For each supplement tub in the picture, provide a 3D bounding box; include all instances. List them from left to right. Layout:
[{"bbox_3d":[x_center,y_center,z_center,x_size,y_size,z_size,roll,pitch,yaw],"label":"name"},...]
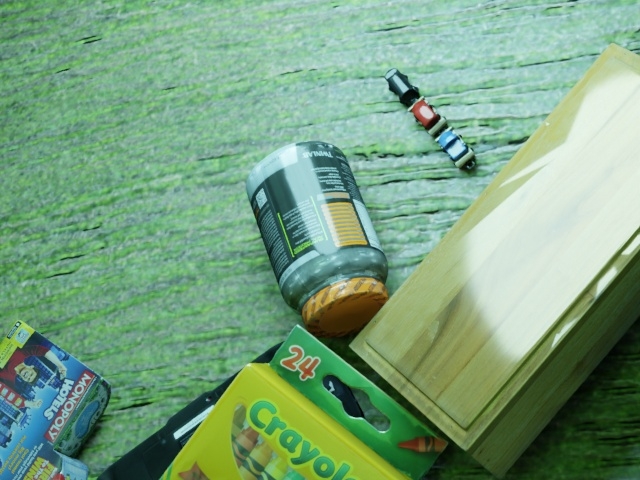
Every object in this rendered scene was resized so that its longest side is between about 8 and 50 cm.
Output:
[{"bbox_3d":[0.000,0.000,1.542,0.117,0.117,0.190,-26,60,12],"label":"supplement tub"}]

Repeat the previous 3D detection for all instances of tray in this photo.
[{"bbox_3d":[0.231,0.010,1.429,0.411,0.076,0.203,-50,42,-1],"label":"tray"}]

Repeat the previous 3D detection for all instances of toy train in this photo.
[{"bbox_3d":[0.118,-0.134,1.591,0.027,0.036,0.158,-40,59,4],"label":"toy train"}]

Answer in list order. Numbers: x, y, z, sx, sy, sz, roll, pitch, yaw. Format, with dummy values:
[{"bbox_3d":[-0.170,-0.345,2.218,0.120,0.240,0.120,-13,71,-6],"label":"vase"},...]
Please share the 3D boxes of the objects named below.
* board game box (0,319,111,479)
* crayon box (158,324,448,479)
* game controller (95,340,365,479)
[{"bbox_3d":[-0.315,0.219,1.627,0.194,0.060,0.194,30,83,30],"label":"board game box"},{"bbox_3d":[-0.051,0.263,1.425,0.202,0.081,0.318,36,93,13],"label":"crayon box"},{"bbox_3d":[-0.104,0.237,1.533,0.319,0.067,0.166,-36,45,6],"label":"game controller"}]
